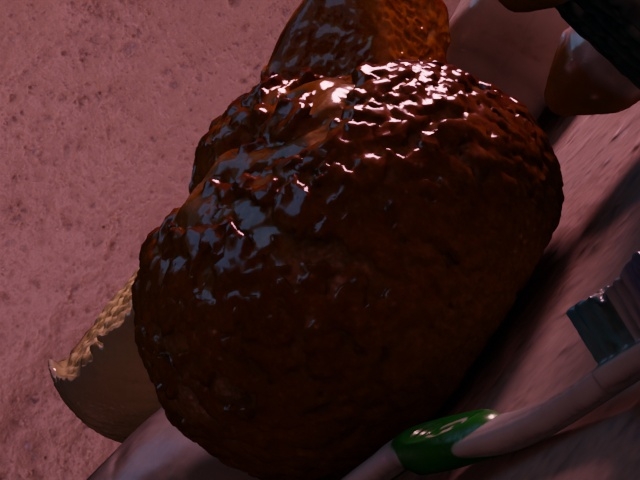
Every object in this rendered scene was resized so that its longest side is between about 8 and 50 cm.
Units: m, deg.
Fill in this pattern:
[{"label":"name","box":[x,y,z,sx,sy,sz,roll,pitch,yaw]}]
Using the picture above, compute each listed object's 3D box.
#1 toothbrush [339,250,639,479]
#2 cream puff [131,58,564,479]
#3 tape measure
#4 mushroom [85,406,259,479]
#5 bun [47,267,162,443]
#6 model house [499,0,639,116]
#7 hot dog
[{"label":"toothbrush","box":[0.059,0.101,0.651,0.042,0.040,0.418,-25,-13,-29]},{"label":"cream puff","box":[0.006,0.006,0.850,0.303,0.212,0.303,-48,10,11]},{"label":"tape measure","box":[0.172,-0.174,1.294,0.265,0.130,0.258,-60,3,25]},{"label":"mushroom","box":[-0.148,0.248,0.945,0.397,0.126,0.177,-47,11,-26]},{"label":"bun","box":[-0.093,0.079,1.397,0.364,0.202,0.364,-44,8,7]},{"label":"model house","box":[0.194,-0.190,0.763,0.301,0.190,0.271,-48,5,41]},{"label":"hot dog","box":[0.034,-0.101,1.152,0.153,0.256,0.150,-21,-20,39]}]
